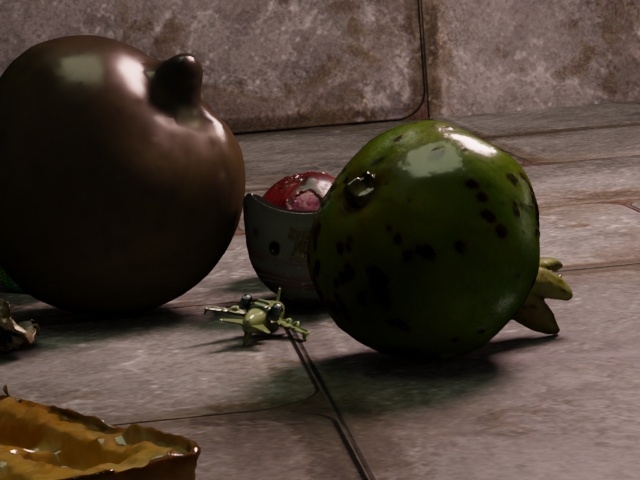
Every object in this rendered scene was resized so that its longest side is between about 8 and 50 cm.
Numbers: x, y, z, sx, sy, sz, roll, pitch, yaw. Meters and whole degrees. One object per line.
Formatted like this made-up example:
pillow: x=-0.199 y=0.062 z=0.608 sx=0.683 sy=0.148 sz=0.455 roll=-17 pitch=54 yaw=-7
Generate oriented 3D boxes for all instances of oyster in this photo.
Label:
oyster: x=-0.319 y=0.075 z=1.834 sx=0.103 sy=0.051 sz=0.148 roll=36 pitch=-8 yaw=-3

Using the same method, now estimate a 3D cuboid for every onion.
onion: x=-0.012 y=-0.016 z=2.102 sx=0.131 sy=0.131 sz=0.131 roll=-4 pitch=8 yaw=1

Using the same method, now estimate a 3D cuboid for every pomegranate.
pomegranate: x=0.108 y=0.013 z=1.649 sx=0.263 sy=0.211 sz=0.211 roll=32 pitch=-15 yaw=-35

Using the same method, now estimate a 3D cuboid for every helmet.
helmet: x=-0.001 y=0.014 z=1.940 sx=0.153 sy=0.107 sz=0.177 roll=-1 pitch=-10 yaw=11

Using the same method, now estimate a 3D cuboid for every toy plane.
toy plane: x=-0.053 y=0.071 z=1.789 sx=0.102 sy=0.040 sz=0.111 roll=18 pitch=16 yaw=14

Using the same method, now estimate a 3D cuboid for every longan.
longan: x=-0.215 y=-0.072 z=1.959 sx=0.300 sy=0.300 sz=0.243 roll=-3 pitch=11 yaw=7

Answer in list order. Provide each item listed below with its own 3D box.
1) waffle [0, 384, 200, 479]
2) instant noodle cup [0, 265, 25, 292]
waffle: x=-0.285 y=0.163 z=1.160 sx=0.348 sy=0.077 sz=0.304 roll=-11 pitch=12 yaw=-40
instant noodle cup: x=-0.259 y=-0.044 z=2.230 sx=0.207 sy=0.207 sz=0.233 roll=2 pitch=2 yaw=38
